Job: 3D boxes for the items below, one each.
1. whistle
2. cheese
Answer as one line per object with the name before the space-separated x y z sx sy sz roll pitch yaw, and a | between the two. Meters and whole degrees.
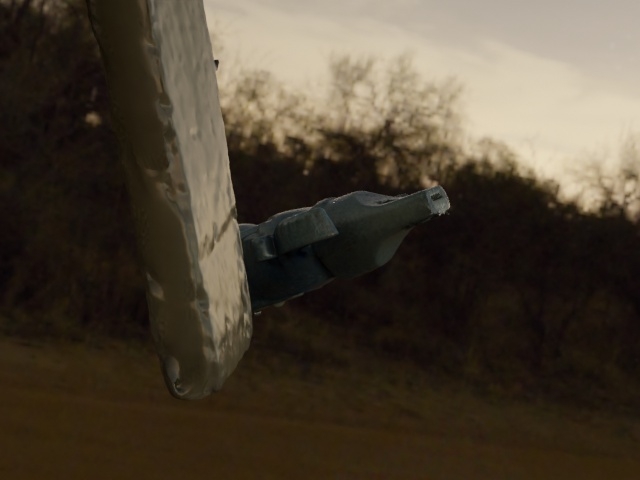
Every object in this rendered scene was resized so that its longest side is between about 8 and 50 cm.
whistle | 0.000 0.000 1.047 0.269 0.093 0.180 -22 -6 31
cheese | -0.079 -0.131 0.483 0.034 0.400 0.085 -8 6 12
